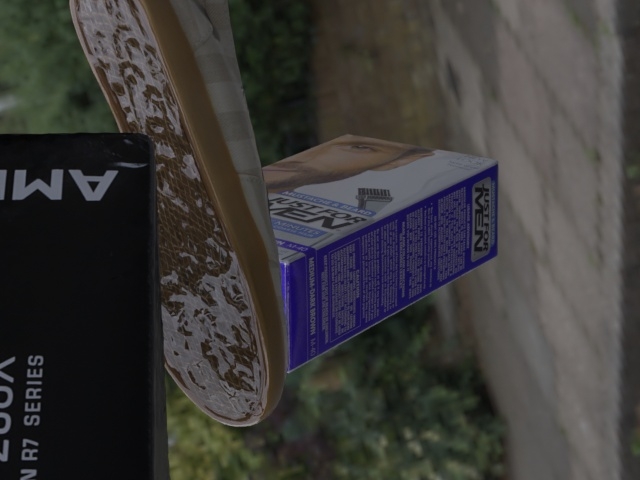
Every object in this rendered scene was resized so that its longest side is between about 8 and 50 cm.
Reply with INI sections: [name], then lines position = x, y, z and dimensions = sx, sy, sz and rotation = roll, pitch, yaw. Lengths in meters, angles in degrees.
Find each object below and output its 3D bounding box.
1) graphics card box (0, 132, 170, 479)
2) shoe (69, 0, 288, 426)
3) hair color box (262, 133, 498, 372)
[graphics card box]
position = -0.084, 0.174, 0.457
dimensions = 0.233, 0.094, 0.371
rotation = 93, 175, -47
[shoe]
position = -0.048, -0.024, 0.721
dimensions = 0.076, 0.058, 0.219
rotation = 2, 113, 39
[hair color box]
position = 0.000, 0.000, 1.502
dimensions = 0.185, 0.339, 0.110
rotation = 12, 112, 34
